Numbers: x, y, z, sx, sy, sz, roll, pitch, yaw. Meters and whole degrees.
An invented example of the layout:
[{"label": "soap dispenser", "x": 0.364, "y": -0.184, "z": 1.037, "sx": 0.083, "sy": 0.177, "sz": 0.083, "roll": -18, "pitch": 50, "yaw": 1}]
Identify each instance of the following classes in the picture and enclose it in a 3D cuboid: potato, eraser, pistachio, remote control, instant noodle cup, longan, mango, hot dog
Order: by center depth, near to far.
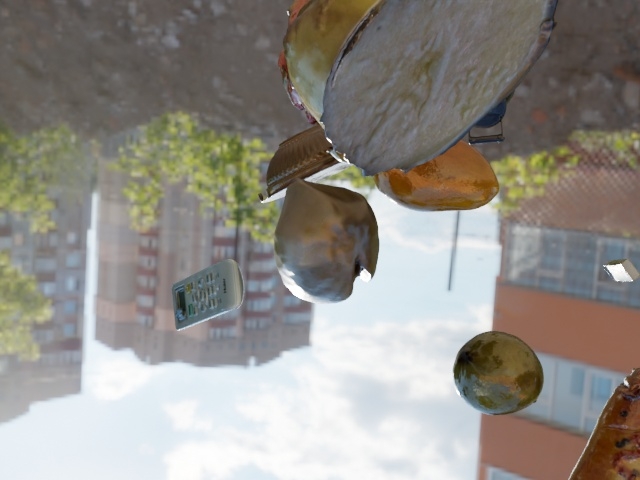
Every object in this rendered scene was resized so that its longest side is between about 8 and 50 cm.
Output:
[{"label": "potato", "x": 0.066, "y": -0.276, "z": 1.266, "sx": 0.397, "sy": 0.289, "sz": 0.296, "roll": -27, "pitch": -126, "yaw": -29}, {"label": "pistachio", "x": 0.000, "y": 0.000, "z": 1.654, "sx": 0.166, "sy": 0.197, "sz": 0.288, "roll": -34, "pitch": 175, "yaw": -13}, {"label": "longan", "x": 0.307, "y": 0.232, "z": 1.815, "sx": 0.176, "sy": 0.145, "sz": 0.154, "roll": 39, "pitch": -169, "yaw": -28}, {"label": "mango", "x": 0.199, "y": -0.115, "z": 1.815, "sx": 0.217, "sy": 0.141, "sz": 0.102, "roll": 18, "pitch": 148, "yaw": 4}, {"label": "eraser", "x": 0.513, "y": 0.051, "z": 1.821, "sx": 0.019, "sy": 0.038, "sz": 0.083, "roll": -39, "pitch": -177, "yaw": -6}, {"label": "hot dog", "x": 0.636, "y": 0.382, "z": 1.821, "sx": 0.367, "sy": 0.365, "sz": 0.196, "roll": 25, "pitch": 176, "yaw": -5}, {"label": "instant noodle cup", "x": -0.007, "y": -0.165, "z": 2.021, "sx": 0.274, "sy": 0.090, "sz": 0.274, "roll": -25, "pitch": -179, "yaw": 0}, {"label": "remote control", "x": -0.235, "y": 0.115, "z": 2.214, "sx": 0.051, "sy": 0.103, "sz": 0.293, "roll": 0, "pitch": 167, "yaw": -33}]

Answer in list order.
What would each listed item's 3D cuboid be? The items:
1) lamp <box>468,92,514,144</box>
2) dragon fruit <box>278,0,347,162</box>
[{"label": "lamp", "x": 0.363, "y": -0.328, "z": 2.375, "sx": 0.147, "sy": 0.172, "sz": 0.227, "roll": -3, "pitch": -159, "yaw": 10}, {"label": "dragon fruit", "x": 0.049, "y": -0.266, "z": 1.707, "sx": 0.226, "sy": 0.305, "sz": 0.305, "roll": -28, "pitch": 178, "yaw": 16}]
